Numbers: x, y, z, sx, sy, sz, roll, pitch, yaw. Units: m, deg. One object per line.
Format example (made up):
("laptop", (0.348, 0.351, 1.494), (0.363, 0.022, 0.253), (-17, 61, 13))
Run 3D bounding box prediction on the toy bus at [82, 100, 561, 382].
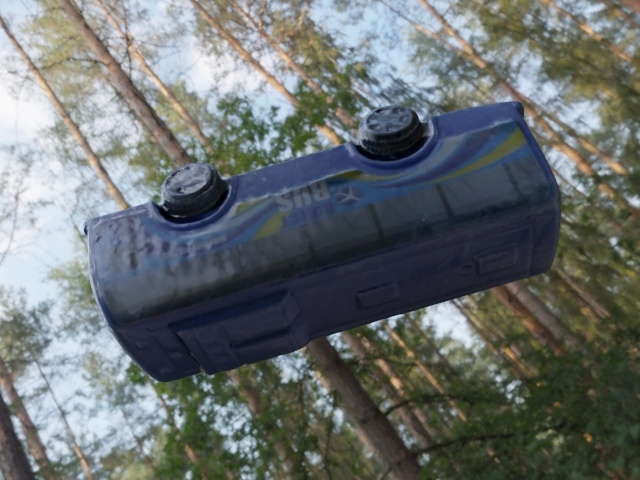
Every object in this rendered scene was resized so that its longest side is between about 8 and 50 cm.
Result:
("toy bus", (0.000, -0.001, 0.352), (0.236, 0.094, 0.079), (-17, -45, 1))
